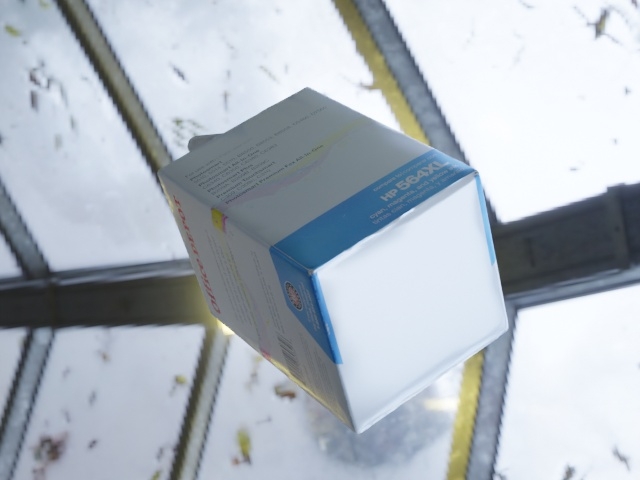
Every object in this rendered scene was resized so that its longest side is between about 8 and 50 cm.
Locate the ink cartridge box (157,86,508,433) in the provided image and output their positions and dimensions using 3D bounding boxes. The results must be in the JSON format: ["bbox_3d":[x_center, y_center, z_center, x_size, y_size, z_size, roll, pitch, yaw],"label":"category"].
[{"bbox_3d":[0.000,0.000,0.605,0.143,0.090,0.092,34,-32,47],"label":"ink cartridge box"}]
